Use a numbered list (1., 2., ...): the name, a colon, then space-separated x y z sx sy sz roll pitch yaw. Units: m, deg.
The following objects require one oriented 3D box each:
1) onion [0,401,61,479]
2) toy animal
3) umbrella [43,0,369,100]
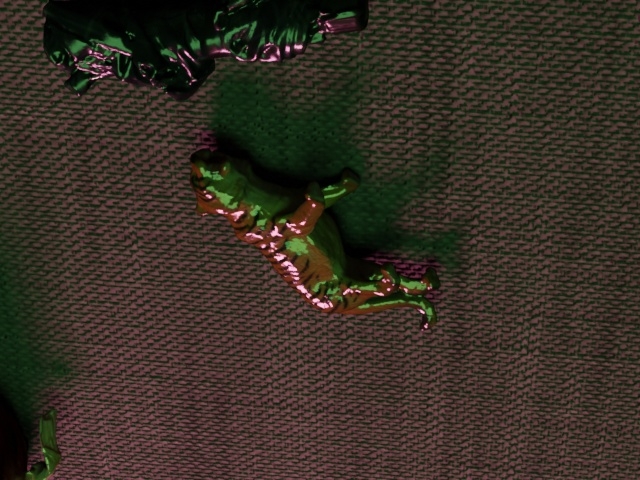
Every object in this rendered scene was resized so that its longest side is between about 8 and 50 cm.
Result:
1. onion: -0.337 0.228 1.625 0.201 0.200 0.207 22 140 -12
2. toy animal: 0.000 0.000 1.429 0.099 0.056 0.241 -19 131 34
3. umbrella: -0.076 -0.138 1.292 0.224 0.071 0.080 -8 161 10
